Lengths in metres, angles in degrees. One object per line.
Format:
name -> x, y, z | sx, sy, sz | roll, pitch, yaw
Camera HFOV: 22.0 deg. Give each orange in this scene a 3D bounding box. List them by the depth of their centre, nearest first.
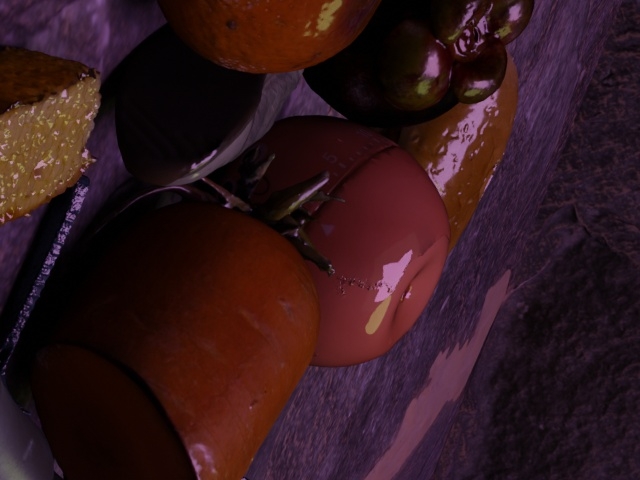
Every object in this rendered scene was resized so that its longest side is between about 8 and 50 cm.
orange -> -0.021, -0.224, 1.163 | 0.224, 0.170, 0.224 | -55, 162, -26

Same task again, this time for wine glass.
wine glass -> -0.243, 0.159, 1.170 | 0.103, 0.103, 0.231 | -57, 158, -26

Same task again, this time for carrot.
carrot -> -0.109, 0.072, 1.327 | 0.331, 0.214, 0.193 | -54, 179, -40

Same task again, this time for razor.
razor -> -0.217, 0.037, 1.221 | 0.066, 0.033, 0.190 | 21, 93, -34

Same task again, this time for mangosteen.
mangosteen -> 0.074, -0.195, 1.492 | 0.210, 0.210, 0.210 | -57, 164, -26

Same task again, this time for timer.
timer -> 0.000, 0.000, 1.540 | 0.230, 0.215, 0.230 | -50, 159, -27

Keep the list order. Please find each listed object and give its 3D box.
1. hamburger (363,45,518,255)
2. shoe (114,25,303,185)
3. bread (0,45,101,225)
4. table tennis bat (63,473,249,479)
hamburger -> 0.115, -0.103, 1.912 | 0.245, 0.155, 0.282 | -44, 152, -35
shoe -> -0.079, -0.114, 1.287 | 0.275, 0.103, 0.098 | -49, 161, -49
bread -> -0.200, -0.062, 1.030 | 0.187, 0.065, 0.103 | -36, 147, -59
table tennis bat -> -0.137, 0.181, 1.411 | 0.150, 0.236, 0.027 | -45, 124, -20
